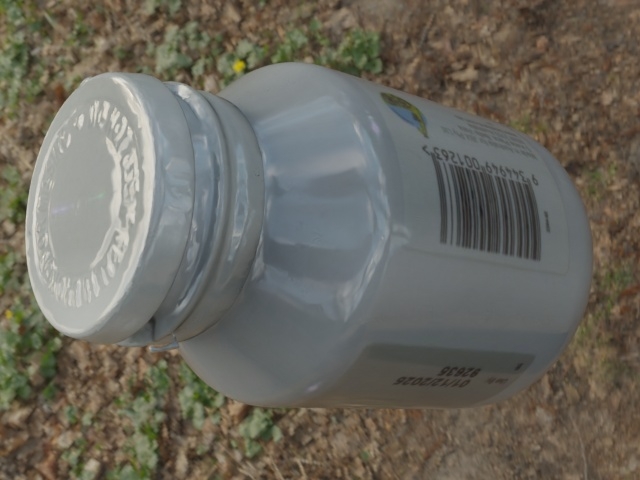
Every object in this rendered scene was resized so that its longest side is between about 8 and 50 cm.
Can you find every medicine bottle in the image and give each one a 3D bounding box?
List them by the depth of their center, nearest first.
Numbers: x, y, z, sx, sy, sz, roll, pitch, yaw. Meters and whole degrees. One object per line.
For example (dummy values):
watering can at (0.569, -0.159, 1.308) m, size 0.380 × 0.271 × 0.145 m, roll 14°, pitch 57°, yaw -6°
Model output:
medicine bottle at (0.000, 0.000, 0.399) m, size 0.135 × 0.215 × 0.135 m, roll -12°, pitch 74°, yaw 47°
